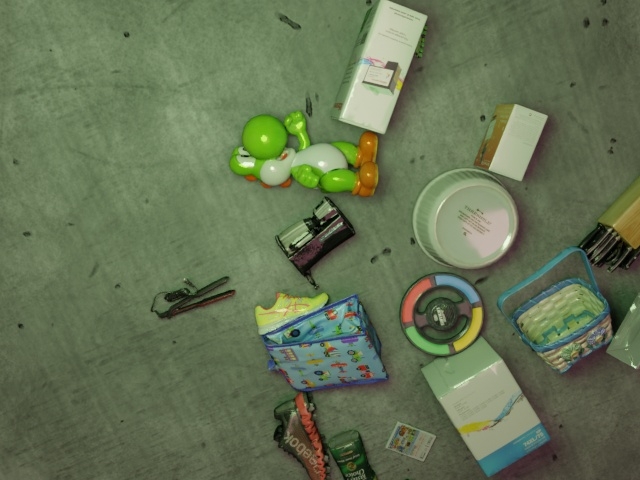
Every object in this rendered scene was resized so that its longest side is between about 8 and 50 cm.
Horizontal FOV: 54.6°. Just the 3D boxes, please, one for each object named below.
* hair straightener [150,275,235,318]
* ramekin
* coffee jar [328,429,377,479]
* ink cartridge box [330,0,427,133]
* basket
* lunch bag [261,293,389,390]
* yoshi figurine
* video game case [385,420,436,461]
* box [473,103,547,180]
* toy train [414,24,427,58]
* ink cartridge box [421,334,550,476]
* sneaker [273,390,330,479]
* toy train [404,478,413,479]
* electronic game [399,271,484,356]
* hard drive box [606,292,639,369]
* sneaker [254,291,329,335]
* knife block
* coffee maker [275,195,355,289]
[{"bbox_3d":[-0.346,0.139,1.635,0.230,0.047,0.089,-20,102,5],"label":"hair straightener"},{"bbox_3d":[0.380,-0.048,1.595,0.273,0.127,0.272,-1,102,-3],"label":"ramekin"},{"bbox_3d":[0.096,0.634,1.742,0.096,0.079,0.184,-22,103,1],"label":"coffee jar"},{"bbox_3d":[0.130,-0.402,1.467,0.117,0.201,0.278,18,100,-9],"label":"ink cartridge box"},{"bbox_3d":[0.623,0.182,1.620,0.255,0.201,0.289,-36,111,5],"label":"basket"},{"bbox_3d":[0.001,0.295,1.614,0.293,0.138,0.221,-19,132,9],"label":"lunch bag"},{"bbox_3d":[-0.041,-0.215,1.504,0.362,0.203,0.203,3,97,-1],"label":"yoshi figurine"},{"bbox_3d":[0.258,0.575,1.775,0.122,0.011,0.087,22,100,-8],"label":"video game case"},{"bbox_3d":[0.473,-0.248,1.558,0.091,0.130,0.170,19,99,-8],"label":"box"},{"bbox_3d":[0.250,-0.498,1.550,0.024,0.017,0.083,11,101,4],"label":"toy train"},{"bbox_3d":[0.435,0.434,1.662,0.197,0.198,0.270,-33,102,3],"label":"ink cartridge box"},{"bbox_3d":[-0.054,0.556,1.708,0.135,0.097,0.276,-17,100,0],"label":"sneaker"},{"bbox_3d":[0.198,0.728,1.790,0.158,0.036,0.027,-22,102,1],"label":"toy train"},{"bbox_3d":[0.327,0.199,1.670,0.229,0.048,0.229,0,94,-1],"label":"electronic game"},{"bbox_3d":[0.879,0.249,1.649,0.232,0.089,0.181,15,104,-46],"label":"hard drive box"},{"bbox_3d":[-0.079,0.173,1.639,0.209,0.081,0.094,-22,83,-9],"label":"sneaker"},{"bbox_3d":[0.800,-0.057,1.640,0.242,0.088,0.275,-5,102,-3],"label":"knife block"},{"bbox_3d":[0.000,0.000,1.599,0.178,0.120,0.171,-36,125,5],"label":"coffee maker"}]
